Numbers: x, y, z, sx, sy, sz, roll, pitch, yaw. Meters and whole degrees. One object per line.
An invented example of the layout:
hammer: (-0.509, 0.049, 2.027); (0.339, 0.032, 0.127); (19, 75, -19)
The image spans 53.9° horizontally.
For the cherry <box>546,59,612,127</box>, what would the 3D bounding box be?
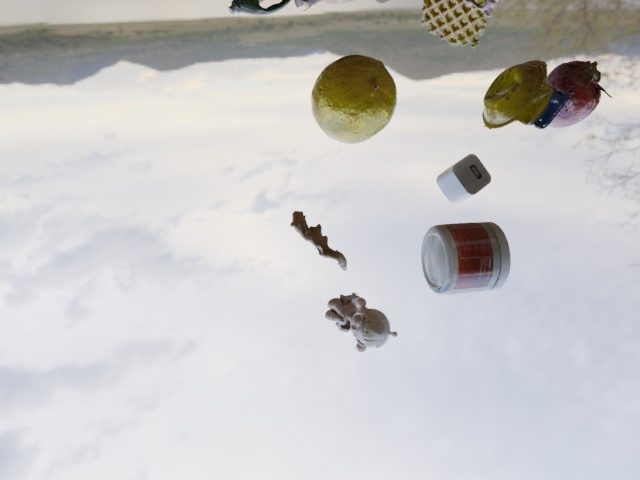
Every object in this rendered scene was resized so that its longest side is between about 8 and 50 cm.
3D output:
cherry: (0.764, -0.441, 1.955); (0.175, 0.250, 0.192); (-1, -118, -19)

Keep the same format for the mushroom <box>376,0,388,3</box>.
mushroom: (0.201, -0.784, 1.933); (0.071, 0.084, 0.209); (-31, -164, 29)

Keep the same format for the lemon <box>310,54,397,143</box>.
lemon: (0.066, -0.292, 1.314); (0.178, 0.179, 0.203); (-12, 176, -25)

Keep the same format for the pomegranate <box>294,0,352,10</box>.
pomegranate: (0.019, -0.784, 1.710); (0.337, 0.339, 0.338); (-1, -160, 1)

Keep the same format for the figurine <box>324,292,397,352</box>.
figurine: (0.143, 0.282, 2.099); (0.144, 0.182, 0.256); (16, -169, -42)

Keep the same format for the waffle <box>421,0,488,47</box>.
waffle: (0.470, -0.810, 2.223); (0.291, 0.291, 0.051); (15, -126, 37)

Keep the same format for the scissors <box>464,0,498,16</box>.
scissors: (0.471, -0.862, 2.006); (0.024, 0.160, 0.318); (-27, -105, -37)

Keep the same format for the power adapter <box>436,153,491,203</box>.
power adapter: (0.504, -0.214, 2.301); (0.125, 0.130, 0.205); (-36, -178, -20)

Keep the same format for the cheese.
cheese: (0.424, -0.301, 1.329); (0.069, 0.177, 0.270); (31, -166, -24)

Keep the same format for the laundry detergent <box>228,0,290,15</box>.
laundry detergent: (-0.172, -0.714, 1.824); (0.211, 0.137, 0.063); (-41, -175, -14)

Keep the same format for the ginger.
ginger: (0.000, 0.000, 2.316); (0.089, 0.288, 0.075); (-47, 175, -19)

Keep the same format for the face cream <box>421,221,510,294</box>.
face cream: (0.406, 0.050, 1.785); (0.187, 0.201, 0.201); (-4, -160, -15)
